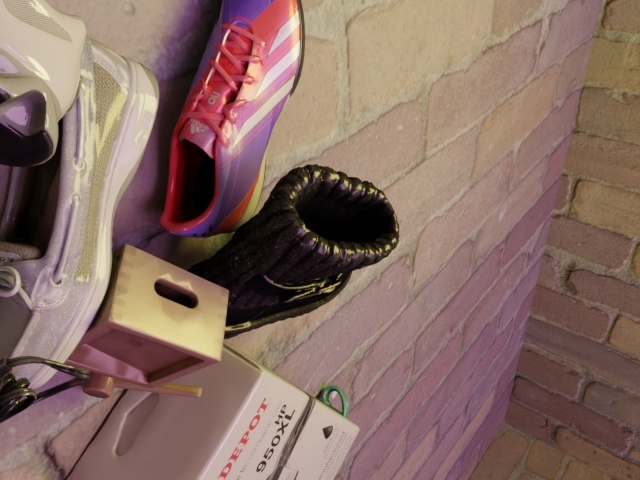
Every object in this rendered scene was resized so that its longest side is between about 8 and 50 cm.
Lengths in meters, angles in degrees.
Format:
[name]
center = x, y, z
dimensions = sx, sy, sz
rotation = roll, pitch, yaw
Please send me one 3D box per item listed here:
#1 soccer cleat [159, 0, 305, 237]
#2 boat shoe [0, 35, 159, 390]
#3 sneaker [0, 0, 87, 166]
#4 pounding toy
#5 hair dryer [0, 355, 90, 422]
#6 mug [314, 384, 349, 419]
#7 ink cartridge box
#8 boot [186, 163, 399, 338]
[soccer cleat]
center = -0.101, -0.151, 0.649
dimensions = 0.116, 0.108, 0.318
rotation = -24, 134, -65
[boat shoe]
center = -0.244, -0.025, 0.521
dimensions = 0.103, 0.118, 0.321
rotation = 24, 85, -53
[sneaker]
center = -0.286, -0.196, 0.356
dimensions = 0.330, 0.122, 0.146
rotation = 46, 46, -47
[pounding toy]
center = -0.195, 0.105, 0.648
dimensions = 0.181, 0.206, 0.094
rotation = 30, 47, -37
[hair dryer]
center = -0.350, 0.158, 0.453
dimensions = 0.293, 0.080, 0.224
rotation = 4, 121, -39
[mug]
center = 0.004, 0.382, 1.171
dimensions = 0.129, 0.097, 0.158
rotation = -13, 120, -53
[ink cartridge box]
center = -0.129, 0.326, 0.863
dimensions = 0.286, 0.166, 0.395
rotation = -59, 148, -13
[boot]
center = 0.002, 0.004, 0.754
dimensions = 0.260, 0.131, 0.348
rotation = -39, 172, 37
